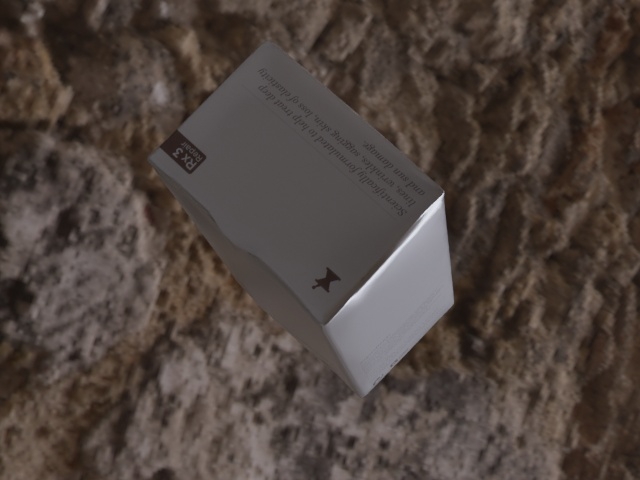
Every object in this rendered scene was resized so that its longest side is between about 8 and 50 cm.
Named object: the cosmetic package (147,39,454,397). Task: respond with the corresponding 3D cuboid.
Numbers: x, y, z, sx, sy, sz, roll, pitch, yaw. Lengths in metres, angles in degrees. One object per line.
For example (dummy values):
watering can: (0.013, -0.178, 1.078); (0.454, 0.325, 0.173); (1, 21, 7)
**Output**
cosmetic package: (0.000, 0.000, 1.150); (0.217, 0.385, 0.156); (43, -98, 14)
